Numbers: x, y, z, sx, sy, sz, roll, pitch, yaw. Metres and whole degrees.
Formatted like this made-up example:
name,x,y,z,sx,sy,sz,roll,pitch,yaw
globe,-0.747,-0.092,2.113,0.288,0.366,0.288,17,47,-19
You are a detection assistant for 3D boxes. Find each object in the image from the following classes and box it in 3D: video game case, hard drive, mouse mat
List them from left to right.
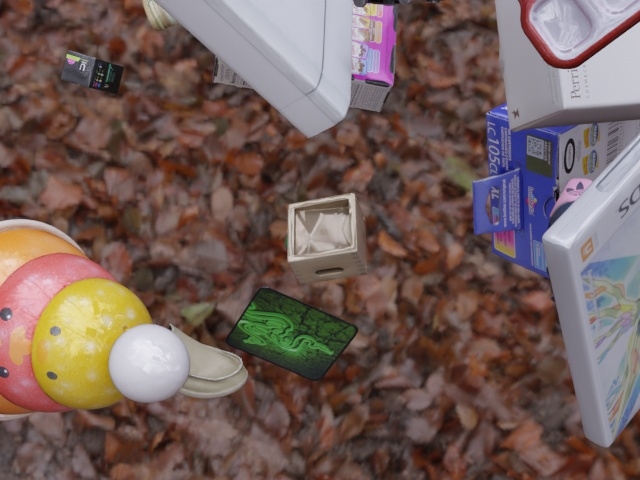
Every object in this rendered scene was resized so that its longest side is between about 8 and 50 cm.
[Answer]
name,x,y,z,sx,sy,sz,roll,pitch,yaw
hard drive,-0.100,-0.253,0.616,0.353,0.047,0.233,38,40,-38
mouse mat,-0.049,0.162,1.659,0.189,0.153,0.007,25,34,-14
video game case,0.362,0.022,1.049,0.300,0.329,0.036,-43,44,-22

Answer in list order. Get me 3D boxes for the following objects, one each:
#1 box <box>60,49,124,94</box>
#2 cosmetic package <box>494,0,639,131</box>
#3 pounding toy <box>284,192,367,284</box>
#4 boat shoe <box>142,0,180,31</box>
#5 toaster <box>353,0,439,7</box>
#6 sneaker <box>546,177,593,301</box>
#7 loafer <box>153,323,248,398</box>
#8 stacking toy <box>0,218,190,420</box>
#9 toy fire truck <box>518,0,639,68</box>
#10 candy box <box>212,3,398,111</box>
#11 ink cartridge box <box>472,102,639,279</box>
name,x,y,z,sx,sy,sz,roll,pitch,yaw
box,-0.383,-0.282,1.641,0.062,0.052,0.083,19,7,23
cosmetic package,0.434,-0.263,1.303,0.365,0.155,0.197,-8,89,-17
pounding toy,0.000,0.000,1.544,0.141,0.100,0.130,-10,55,13
boat shoe,-0.229,-0.366,1.319,0.089,0.105,0.285,-33,37,-4
toaster,0.092,-0.363,1.120,0.110,0.186,0.168,-8,14,-39
sneaker,0.373,0.013,1.354,0.112,0.319,0.131,3,75,15
loafer,-0.260,0.207,1.751,0.268,0.092,0.102,12,33,3
stacking toy,-0.383,0.153,1.565,0.479,0.351,0.350,6,31,41
toy fire truck,0.265,-0.328,0.843,0.254,0.302,0.169,57,20,5
candy box,-0.019,-0.271,1.303,0.233,0.071,0.159,10,62,-8
ink cartridge box,0.411,-0.119,1.570,0.395,0.270,0.151,-29,37,-31
